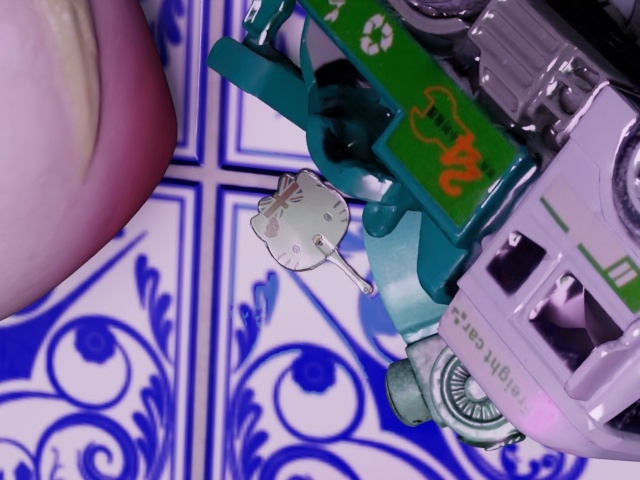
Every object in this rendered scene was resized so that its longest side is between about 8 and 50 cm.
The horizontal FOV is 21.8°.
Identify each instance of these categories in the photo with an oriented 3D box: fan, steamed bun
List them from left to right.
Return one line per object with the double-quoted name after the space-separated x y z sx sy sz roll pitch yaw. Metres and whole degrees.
-0.206 -0.081 0.857 0.309 0.309 0.309 3 103 15 "steamed bun"
0.000 0.000 0.945 0.083 0.004 0.056 44 109 3 "fan"

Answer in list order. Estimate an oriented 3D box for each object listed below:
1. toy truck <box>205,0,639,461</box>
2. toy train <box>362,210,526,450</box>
0.089 -0.056 0.768 0.363 0.176 0.178 48 115 36 "toy truck"
0.135 0.009 0.868 0.248 0.101 0.159 -24 82 18 "toy train"
